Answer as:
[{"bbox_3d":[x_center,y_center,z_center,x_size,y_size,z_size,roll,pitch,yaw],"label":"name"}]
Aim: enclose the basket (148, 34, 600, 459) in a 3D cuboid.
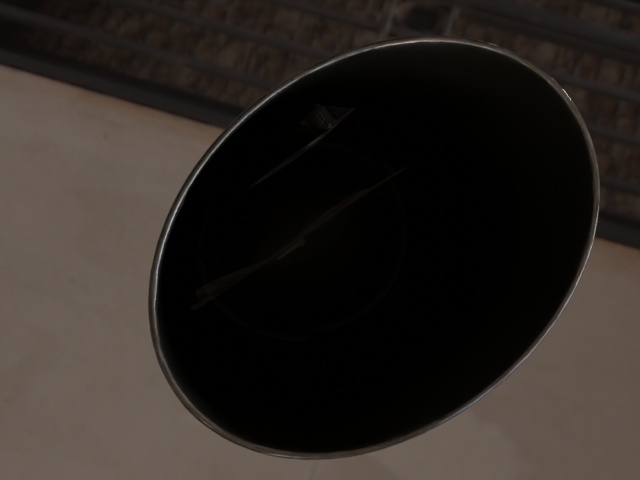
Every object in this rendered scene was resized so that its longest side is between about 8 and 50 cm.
[{"bbox_3d":[0.000,0.000,0.619,0.204,0.154,0.227,-36,-172,-10],"label":"basket"}]
